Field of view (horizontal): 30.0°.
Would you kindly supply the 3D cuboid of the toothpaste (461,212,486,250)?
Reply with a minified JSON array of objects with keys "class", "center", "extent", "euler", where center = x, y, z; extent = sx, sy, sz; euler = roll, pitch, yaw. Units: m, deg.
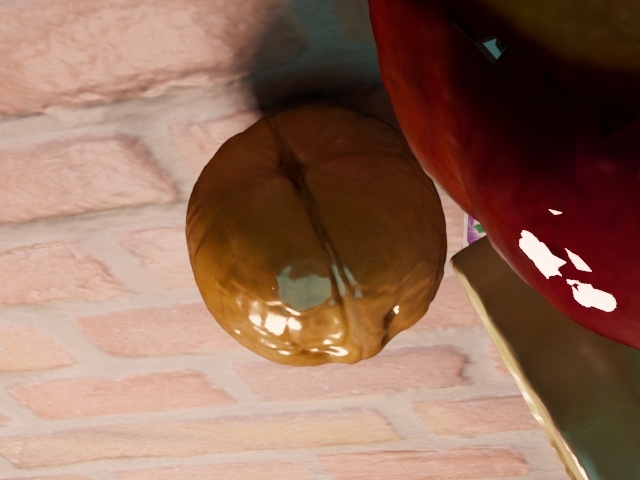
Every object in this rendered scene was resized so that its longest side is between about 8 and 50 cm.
[{"class":"toothpaste","center":[0.136,-0.037,0.942],"extent":[0.047,0.040,0.196],"euler":[4,149,8]}]

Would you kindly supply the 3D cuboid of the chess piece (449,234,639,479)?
[{"class":"chess piece","center":[0.314,-0.003,0.696],"extent":[0.442,0.234,0.234],"euler":[-30,143,2]}]

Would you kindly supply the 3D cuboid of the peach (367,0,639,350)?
[{"class":"peach","center":[0.196,-0.167,0.414],"extent":[0.339,0.353,0.417],"euler":[28,117,23]}]

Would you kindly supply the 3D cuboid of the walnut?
[{"class":"walnut","center":[0.000,0.000,0.891],"extent":[0.193,0.193,0.226],"euler":[-6,157,16]}]
